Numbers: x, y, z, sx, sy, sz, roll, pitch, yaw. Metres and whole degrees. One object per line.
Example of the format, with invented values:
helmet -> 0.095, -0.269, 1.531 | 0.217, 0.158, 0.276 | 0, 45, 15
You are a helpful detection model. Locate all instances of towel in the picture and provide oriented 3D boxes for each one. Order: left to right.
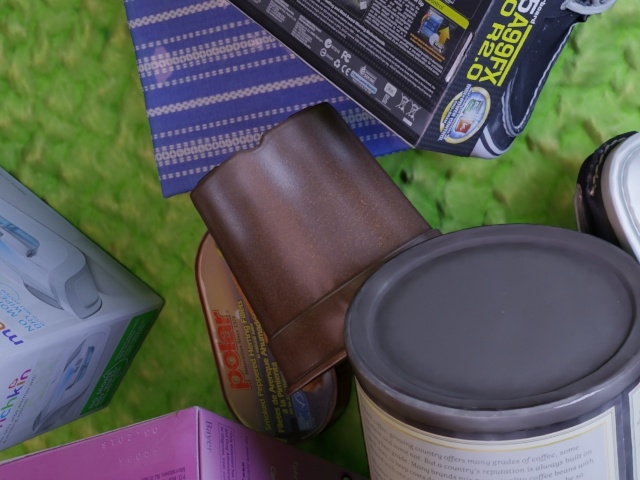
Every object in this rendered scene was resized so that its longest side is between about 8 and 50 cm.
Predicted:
towel -> -0.058, -0.213, 1.524 | 0.243, 0.040, 0.336 | -9, 94, 30

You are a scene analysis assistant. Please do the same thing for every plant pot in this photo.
plant pot -> 0.000, 0.000, 1.450 | 0.167, 0.167, 0.165 | -37, 85, 28

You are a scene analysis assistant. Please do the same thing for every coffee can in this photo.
coffee can -> 0.131, 0.157, 1.338 | 0.202, 0.201, 0.275 | 11, 129, 26

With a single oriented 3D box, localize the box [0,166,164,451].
box -> -0.304, 0.041, 1.589 | 0.262, 0.231, 0.126 | 38, 114, 18

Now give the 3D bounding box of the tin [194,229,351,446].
tin -> -0.037, 0.067, 1.563 | 0.106, 0.040, 0.189 | -11, 93, 25

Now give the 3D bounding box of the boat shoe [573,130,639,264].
boat shoe -> 0.263, 0.068, 1.376 | 0.114, 0.091, 0.302 | -17, 90, -15

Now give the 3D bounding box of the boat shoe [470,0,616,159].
boat shoe -> 0.164, -0.195, 1.377 | 0.102, 0.108, 0.301 | 18, 100, 26

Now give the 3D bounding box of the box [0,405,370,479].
box -> -0.104, 0.230, 1.495 | 0.214, 0.243, 0.117 | -18, 63, 29

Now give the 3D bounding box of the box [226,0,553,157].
box -> 0.048, -0.215, 1.358 | 0.270, 0.060, 0.216 | 41, 111, 37
